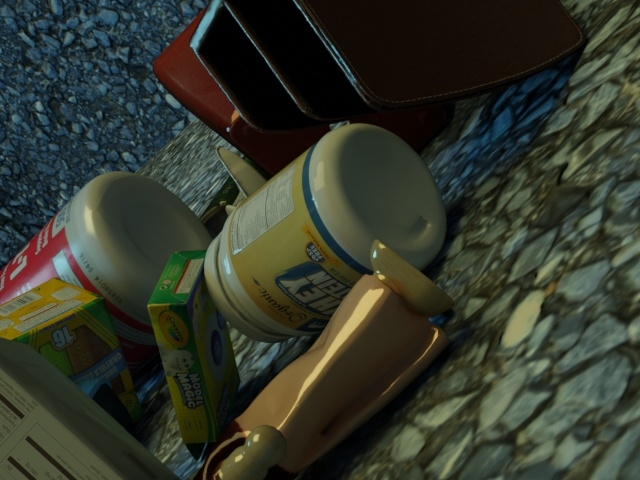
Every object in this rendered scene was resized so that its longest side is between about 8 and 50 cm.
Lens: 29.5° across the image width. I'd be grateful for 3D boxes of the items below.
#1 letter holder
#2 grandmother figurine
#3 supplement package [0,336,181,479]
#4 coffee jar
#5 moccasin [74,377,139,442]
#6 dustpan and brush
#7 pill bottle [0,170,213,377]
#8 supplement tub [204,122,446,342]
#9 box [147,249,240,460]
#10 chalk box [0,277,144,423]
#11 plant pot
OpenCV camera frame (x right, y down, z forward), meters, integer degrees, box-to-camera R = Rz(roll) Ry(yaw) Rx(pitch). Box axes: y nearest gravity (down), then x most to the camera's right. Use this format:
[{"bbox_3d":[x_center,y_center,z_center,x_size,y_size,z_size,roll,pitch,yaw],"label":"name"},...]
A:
[{"bbox_3d":[0.073,-0.184,1.140,0.302,0.214,0.152,-22,-20,-39],"label":"letter holder"},{"bbox_3d":[-0.038,0.156,0.893,0.342,0.104,0.208,-51,-14,-1],"label":"grandmother figurine"},{"bbox_3d":[-0.252,0.199,1.033,0.145,0.204,0.262,-48,-6,-6],"label":"supplement package"},{"bbox_3d":[-0.094,-0.075,1.732,0.096,0.079,0.184,-36,18,49],"label":"coffee jar"},{"bbox_3d":[-0.296,0.292,1.259,0.138,0.116,0.342,-10,33,49],"label":"moccasin"},{"bbox_3d":[-0.067,-0.022,1.473,0.060,0.147,0.211,-37,35,-21],"label":"dustpan and brush"},{"bbox_3d":[-0.340,0.111,1.644,0.408,0.229,0.229,-41,15,25],"label":"pill bottle"},{"bbox_3d":[0.000,0.000,1.094,0.200,0.144,0.144,-36,18,42],"label":"supplement tub"},{"bbox_3d":[-0.116,0.111,1.158,0.043,0.179,0.105,-3,28,10],"label":"box"},{"bbox_3d":[-0.307,0.174,1.436,0.132,0.213,0.132,-29,25,-30],"label":"chalk box"},{"bbox_3d":[-0.002,-0.173,1.406,0.267,0.267,0.235,-45,28,11],"label":"plant pot"}]
